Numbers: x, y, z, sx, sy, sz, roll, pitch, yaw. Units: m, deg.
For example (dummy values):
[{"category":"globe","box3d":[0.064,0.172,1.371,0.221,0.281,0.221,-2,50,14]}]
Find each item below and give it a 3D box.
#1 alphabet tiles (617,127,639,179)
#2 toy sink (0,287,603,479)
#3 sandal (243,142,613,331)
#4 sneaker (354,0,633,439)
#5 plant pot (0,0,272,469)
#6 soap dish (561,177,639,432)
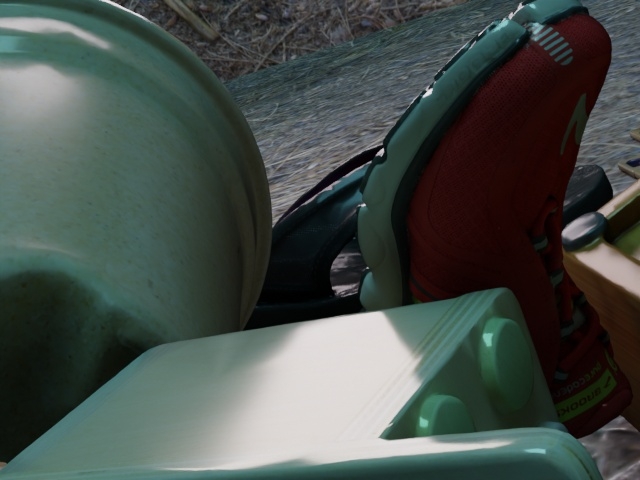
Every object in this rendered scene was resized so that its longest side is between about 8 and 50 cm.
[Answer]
[{"category":"alphabet tiles","box3d":[0.344,-0.089,1.020,0.198,0.009,0.237,-22,14,-1]},{"category":"toy sink","box3d":[0.023,0.114,0.455,0.234,0.152,0.131,-12,17,34]},{"category":"sandal","box3d":[-0.002,0.001,0.978,0.446,0.107,0.167,-15,16,20]},{"category":"sneaker","box3d":[0.084,0.023,0.524,0.107,0.279,0.118,-33,58,-31]},{"category":"plant pot","box3d":[-0.172,0.052,0.699,0.334,0.333,0.305,-21,25,-1]},{"category":"soap dish","box3d":[0.233,0.014,0.502,0.229,0.118,0.291,-36,17,-1]}]
